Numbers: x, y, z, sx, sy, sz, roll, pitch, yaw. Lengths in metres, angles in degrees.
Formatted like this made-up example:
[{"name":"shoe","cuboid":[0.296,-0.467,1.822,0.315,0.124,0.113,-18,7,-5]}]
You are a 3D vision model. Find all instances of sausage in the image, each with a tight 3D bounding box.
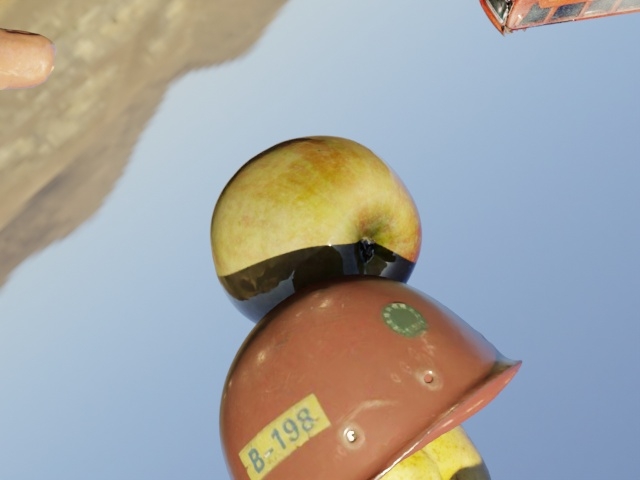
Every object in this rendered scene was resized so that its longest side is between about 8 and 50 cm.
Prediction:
[{"name":"sausage","cuboid":[-0.512,-0.222,1.933,0.433,0.088,0.088,-5,168,-34]}]

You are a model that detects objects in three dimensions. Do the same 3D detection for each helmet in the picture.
[{"name":"helmet","cuboid":[0.012,0.172,1.762,0.385,0.230,0.337,-43,170,35]}]

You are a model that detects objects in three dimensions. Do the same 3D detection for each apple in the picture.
[{"name":"apple","cuboid":[0.000,0.000,1.967,0.257,0.257,0.234,-44,-145,-19]}]

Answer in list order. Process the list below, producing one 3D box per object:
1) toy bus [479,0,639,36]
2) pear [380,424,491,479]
[{"name":"toy bus","cuboid":[0.260,-0.254,1.534,0.234,0.073,0.096,-14,149,-27]},{"name":"pear","cuboid":[0.087,0.355,2.319,0.314,0.314,0.314,-39,-170,8]}]
